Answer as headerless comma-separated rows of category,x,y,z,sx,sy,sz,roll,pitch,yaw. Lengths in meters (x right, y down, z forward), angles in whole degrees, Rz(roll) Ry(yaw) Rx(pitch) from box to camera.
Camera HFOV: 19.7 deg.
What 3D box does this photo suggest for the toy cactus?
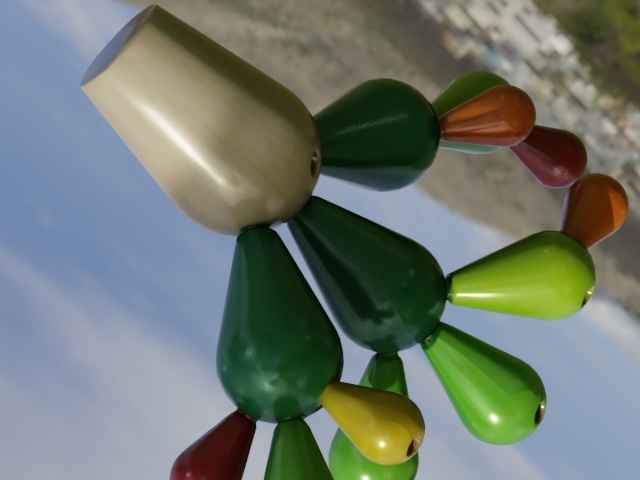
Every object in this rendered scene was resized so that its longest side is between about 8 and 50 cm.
toy cactus,0.000,0.000,0.578,0.180,0.112,0.219,43,-123,-17
